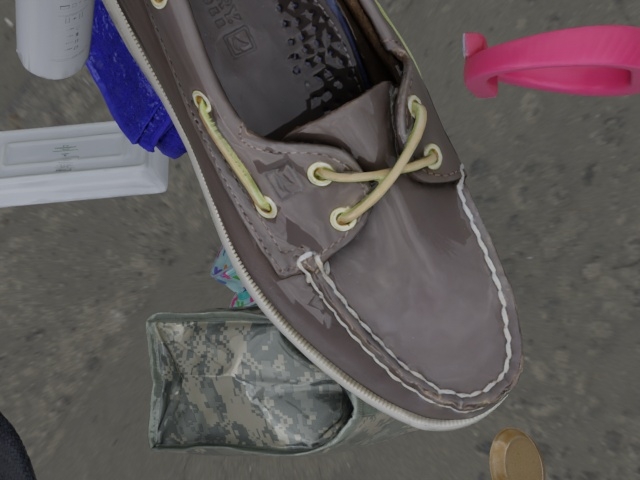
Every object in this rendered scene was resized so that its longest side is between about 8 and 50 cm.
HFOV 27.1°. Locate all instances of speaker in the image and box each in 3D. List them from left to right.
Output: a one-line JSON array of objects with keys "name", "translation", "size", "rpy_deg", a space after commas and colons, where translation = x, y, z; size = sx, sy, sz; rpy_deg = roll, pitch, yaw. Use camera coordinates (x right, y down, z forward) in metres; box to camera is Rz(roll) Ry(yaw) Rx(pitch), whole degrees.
[{"name": "speaker", "translation": [-0.182, -0.162, 0.913], "size": [0.055, 0.136, 0.055], "rpy_deg": [4, 71, -11]}]

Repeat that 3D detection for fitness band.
[{"name": "fitness band", "translation": [0.266, -0.193, 1.469], "size": [0.209, 0.291, 0.054], "rpy_deg": [1, 90, 13]}]

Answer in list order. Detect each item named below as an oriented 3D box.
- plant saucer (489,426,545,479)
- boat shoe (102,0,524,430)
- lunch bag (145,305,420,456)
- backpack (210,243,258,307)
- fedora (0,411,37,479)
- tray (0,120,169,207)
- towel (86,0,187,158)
[{"name": "plant saucer", "translation": [0.201, 0.228, 1.334], "size": [0.015, 0.083, 0.083], "rpy_deg": [-4, 89, -32]}, {"name": "boat shoe", "translation": [-0.002, -0.054, 0.609], "size": [0.117, 0.097, 0.324], "rpy_deg": [-31, 90, -17]}, {"name": "lunch bag", "translation": [-0.002, 0.141, 1.373], "size": [0.287, 0.235, 0.169], "rpy_deg": [-3, 86, 37]}, {"name": "backpack", "translation": [0.000, 0.000, 1.667], "size": [0.191, 0.253, 0.225], "rpy_deg": [40, 54, -27]}, {"name": "fedora", "translation": [-0.367, 0.263, 1.268], "size": [0.153, 0.334, 0.334], "rpy_deg": [-19, 90, 14]}, {"name": "tray", "translation": [-0.334, -0.110, 1.743], "size": [0.270, 0.030, 0.145], "rpy_deg": [-5, 48, 1]}, {"name": "towel", "translation": [-0.151, -0.224, 1.271], "size": [0.076, 0.308, 0.227], "rpy_deg": [-31, 87, -35]}]
